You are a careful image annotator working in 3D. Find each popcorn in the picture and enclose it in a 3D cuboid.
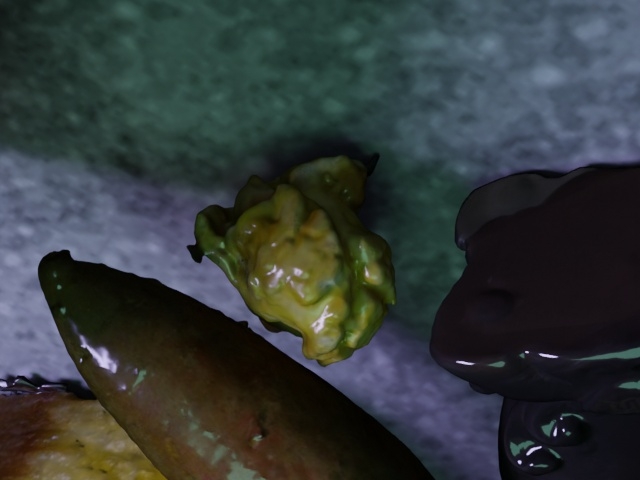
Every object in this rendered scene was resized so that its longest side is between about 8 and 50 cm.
[{"bbox_3d":[0.000,0.000,0.691,0.084,0.084,0.084,7,134,7],"label":"popcorn"}]

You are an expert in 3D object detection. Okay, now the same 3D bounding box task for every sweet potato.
[{"bbox_3d":[0.027,0.117,0.728,0.079,0.108,0.346,-36,128,21],"label":"sweet potato"}]

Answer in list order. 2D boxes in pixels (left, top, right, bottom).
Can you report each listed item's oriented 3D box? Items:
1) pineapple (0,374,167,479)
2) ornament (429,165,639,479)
[{"bbox_3d":[-0.166,0.230,0.788,0.344,0.286,0.209,-9,127,21],"label":"pineapple"},{"bbox_3d":[0.183,0.078,0.701,0.251,0.106,0.260,-8,135,24],"label":"ornament"}]
